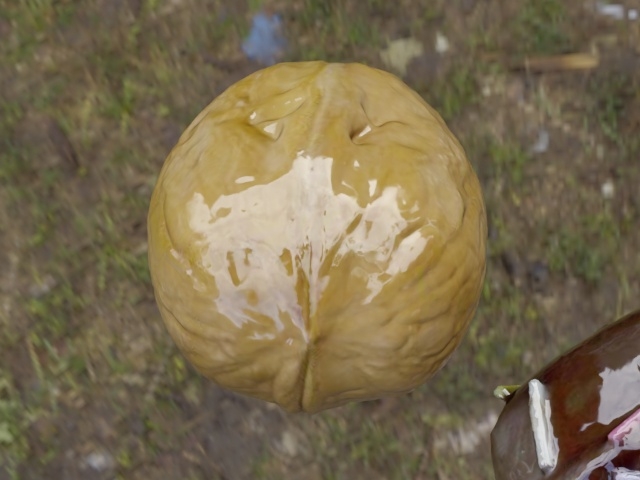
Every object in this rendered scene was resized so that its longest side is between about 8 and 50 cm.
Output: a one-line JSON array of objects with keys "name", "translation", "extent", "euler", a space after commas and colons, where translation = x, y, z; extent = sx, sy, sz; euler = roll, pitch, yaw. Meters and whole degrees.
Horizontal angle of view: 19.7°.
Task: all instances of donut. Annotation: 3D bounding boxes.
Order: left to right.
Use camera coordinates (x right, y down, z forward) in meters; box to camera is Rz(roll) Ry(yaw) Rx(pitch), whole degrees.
[{"name": "donut", "translation": [0.254, 0.119, 1.129], "extent": [0.259, 0.345, 0.136], "euler": [-34, 62, 5]}]

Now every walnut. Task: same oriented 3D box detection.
[{"name": "walnut", "translation": [0.000, 0.000, 1.036], "extent": [0.193, 0.193, 0.225], "euler": [-13, 32, 4]}]
